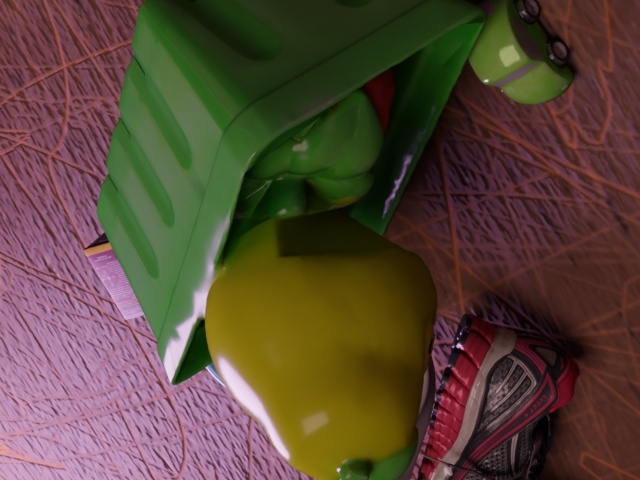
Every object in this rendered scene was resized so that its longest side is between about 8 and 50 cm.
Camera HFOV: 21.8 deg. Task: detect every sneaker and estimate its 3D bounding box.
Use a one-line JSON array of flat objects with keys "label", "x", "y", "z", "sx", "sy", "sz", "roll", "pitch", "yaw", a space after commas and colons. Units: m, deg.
[{"label": "sneaker", "x": 0.146, "y": 0.203, "z": 1.487, "sx": 0.112, "sy": 0.121, "sz": 0.299, "roll": 16, "pitch": 134, "yaw": 7}]

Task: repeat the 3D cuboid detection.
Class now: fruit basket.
[{"label": "fruit basket", "x": 0.000, "y": 0.000, "z": 1.283, "sx": 0.392, "sy": 0.283, "sz": 0.392, "roll": 36, "pitch": 144, "yaw": 32}]

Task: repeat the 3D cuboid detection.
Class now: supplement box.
[{"label": "supplement box", "x": -0.183, "y": 0.026, "z": 1.624, "sx": 0.043, "sy": 0.055, "sz": 0.083, "roll": -15, "pitch": 111, "yaw": 41}]

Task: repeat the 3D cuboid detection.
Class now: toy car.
[{"label": "toy car", "x": 0.113, "y": -0.193, "z": 1.273, "sx": 0.239, "sy": 0.053, "sz": 0.225, "roll": -28, "pitch": 103, "yaw": 43}]

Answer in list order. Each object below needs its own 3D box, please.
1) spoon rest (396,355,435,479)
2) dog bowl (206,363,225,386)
[{"label": "spoon rest", "x": 0.055, "y": 0.188, "z": 1.472, "sx": 0.084, "sy": 0.137, "sz": 0.276, "roll": 1, "pitch": 79, "yaw": 15}, {"label": "dog bowl", "x": -0.088, "y": 0.029, "z": 1.549, "sx": 0.166, "sy": 0.074, "sz": 0.297, "roll": -28, "pitch": 102, "yaw": 43}]
